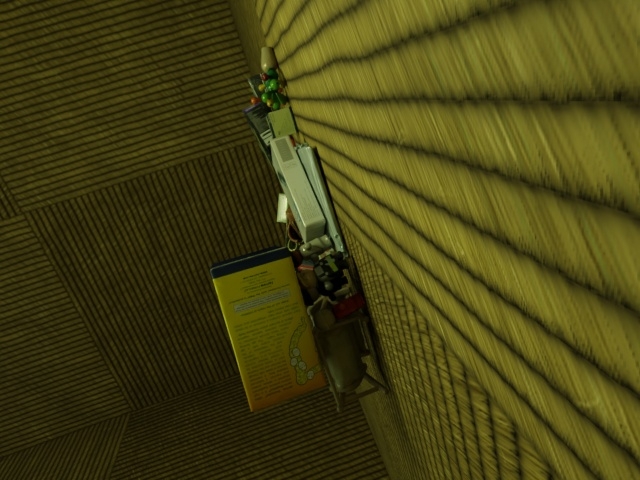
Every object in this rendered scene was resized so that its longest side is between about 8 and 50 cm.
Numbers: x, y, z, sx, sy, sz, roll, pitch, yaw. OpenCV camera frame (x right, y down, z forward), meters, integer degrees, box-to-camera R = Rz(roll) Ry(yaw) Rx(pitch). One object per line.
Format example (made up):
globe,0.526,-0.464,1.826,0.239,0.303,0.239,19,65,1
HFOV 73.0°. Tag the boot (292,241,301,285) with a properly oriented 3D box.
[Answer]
boot,-0.218,0.073,2.014,0.146,0.444,0.367,88,163,-74

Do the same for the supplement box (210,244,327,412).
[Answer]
supplement box,-0.138,0.208,1.108,0.194,0.195,0.357,-178,72,-77

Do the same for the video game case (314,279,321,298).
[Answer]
video game case,0.024,0.225,1.751,0.275,0.035,0.248,64,-171,-7

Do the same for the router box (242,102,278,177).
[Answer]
router box,-0.190,-0.373,1.772,0.243,0.080,0.309,57,175,30

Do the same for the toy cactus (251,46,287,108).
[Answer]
toy cactus,-0.161,-0.496,1.335,0.219,0.112,0.181,-86,-11,-79

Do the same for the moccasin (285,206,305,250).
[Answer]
moccasin,-0.077,-0.043,1.739,0.380,0.146,0.139,88,163,-75

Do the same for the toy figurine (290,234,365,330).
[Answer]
toy figurine,0.002,0.110,1.161,0.210,0.148,0.213,65,174,-30

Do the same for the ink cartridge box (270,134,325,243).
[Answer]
ink cartridge box,-0.067,-0.125,1.316,0.261,0.066,0.297,92,157,-69

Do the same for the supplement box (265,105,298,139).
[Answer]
supplement box,-0.123,-0.371,1.371,0.056,0.083,0.083,-125,17,-74

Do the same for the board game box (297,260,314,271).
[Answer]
board game box,-0.023,0.087,1.660,0.281,0.144,0.027,-131,50,-79

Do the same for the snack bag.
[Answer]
snack bag,-0.007,-0.128,1.262,0.342,0.037,0.323,-142,33,-77

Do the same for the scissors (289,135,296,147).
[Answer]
scissors,-0.107,-0.330,1.740,0.297,0.021,0.109,86,163,-67

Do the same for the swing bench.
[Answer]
swing bench,0.069,0.312,1.290,0.255,0.165,0.254,-123,15,-74

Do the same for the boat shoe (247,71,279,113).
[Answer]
boat shoe,-0.230,-0.548,1.830,0.306,0.104,0.113,76,174,-47

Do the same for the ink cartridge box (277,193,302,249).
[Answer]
ink cartridge box,-0.127,-0.078,1.870,0.171,0.056,0.235,-3,-81,-67

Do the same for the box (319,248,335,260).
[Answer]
box,0.000,0.000,1.506,0.067,0.063,0.324,103,149,-79
